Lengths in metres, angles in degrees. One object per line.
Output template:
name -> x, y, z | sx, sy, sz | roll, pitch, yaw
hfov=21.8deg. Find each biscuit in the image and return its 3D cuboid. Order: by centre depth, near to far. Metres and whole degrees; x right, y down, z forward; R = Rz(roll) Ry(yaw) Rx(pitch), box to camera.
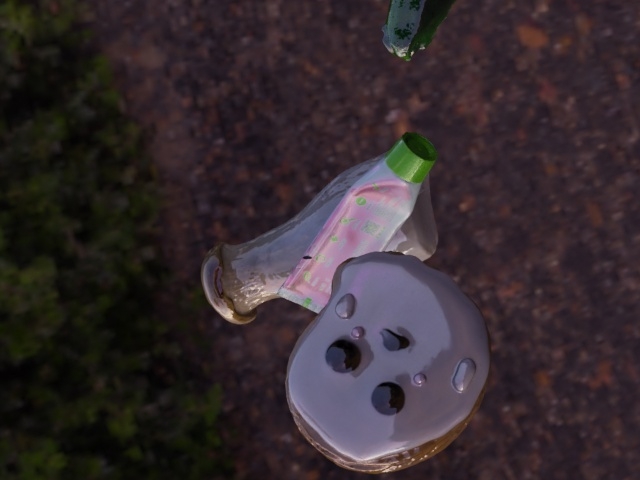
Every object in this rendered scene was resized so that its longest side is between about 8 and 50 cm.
biscuit -> 0.063, 0.111, 1.523 | 0.181, 0.208, 0.049 | 29, 160, 14

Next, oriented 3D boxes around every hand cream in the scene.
hand cream -> 0.050, -0.013, 1.992 | 0.079, 0.050, 0.275 | 40, 122, 8

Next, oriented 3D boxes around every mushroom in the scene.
mushroom -> 0.000, 0.000, 2.144 | 0.328, 0.159, 0.122 | -22, 131, 19

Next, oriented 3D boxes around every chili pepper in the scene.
chili pepper -> 0.126, -0.277, 1.661 | 0.216, 0.108, 0.062 | -64, 24, -4
